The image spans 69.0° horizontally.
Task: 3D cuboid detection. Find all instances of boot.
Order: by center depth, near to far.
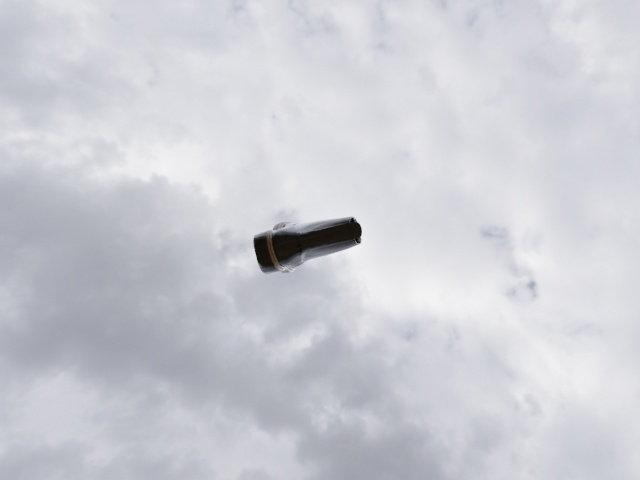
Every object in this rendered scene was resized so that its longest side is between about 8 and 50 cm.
[{"bbox_3d":[0.000,0.000,0.659,0.137,0.198,0.076,-14,-83,10],"label":"boot"}]
